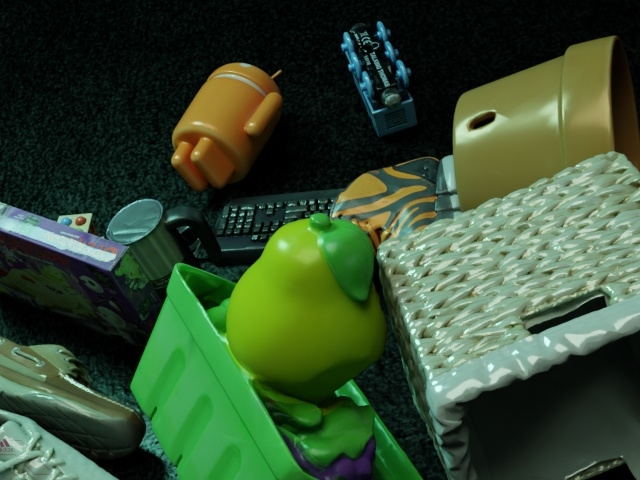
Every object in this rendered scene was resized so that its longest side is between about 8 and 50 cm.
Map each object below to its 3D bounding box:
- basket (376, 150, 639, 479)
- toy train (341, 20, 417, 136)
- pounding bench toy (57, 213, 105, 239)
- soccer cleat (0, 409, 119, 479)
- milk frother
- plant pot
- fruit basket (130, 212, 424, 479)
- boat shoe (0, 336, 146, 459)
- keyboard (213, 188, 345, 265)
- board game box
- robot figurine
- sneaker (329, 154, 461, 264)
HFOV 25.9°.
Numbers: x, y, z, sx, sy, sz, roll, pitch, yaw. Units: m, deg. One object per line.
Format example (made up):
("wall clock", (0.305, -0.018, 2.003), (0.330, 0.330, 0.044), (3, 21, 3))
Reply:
("basket", (0.257, 0.131, 1.519), (0.328, 0.331, 0.266), (-21, 44, -3))
("toy train", (0.085, -0.243, 2.062), (0.080, 0.105, 0.184), (-18, 47, -4))
("pounding bench toy", (-0.350, 0.010, 1.995), (0.052, 0.065, 0.083), (-5, 48, 13))
("soccer cleat", (-0.331, 0.295, 1.678), (0.331, 0.143, 0.116), (22, 58, 32))
("milk frother", (-0.215, -0.007, 1.917), (0.129, 0.134, 0.143), (-32, 39, -5))
("plant pot", (0.288, -0.101, 1.753), (0.203, 0.291, 0.291), (-4, 48, 20))
("fruit basket", (-0.019, 0.142, 1.570), (0.392, 0.283, 0.392), (-19, 61, 37))
("boat shoe", (-0.356, 0.187, 1.803), (0.324, 0.123, 0.116), (15, 53, 26))
("keyboard", (0.000, 0.000, 1.921), (0.317, 0.033, 0.201), (-5, 48, 14))
("board game box", (-0.363, 0.038, 1.877), (0.347, 0.208, 0.056), (18, 56, 30))
("robot figurine", (-0.137, -0.172, 2.053), (0.128, 0.158, 0.219), (28, 58, 2))
("sneaker", (0.105, 0.030, 1.793), (0.180, 0.124, 0.321), (-7, 46, 8))
